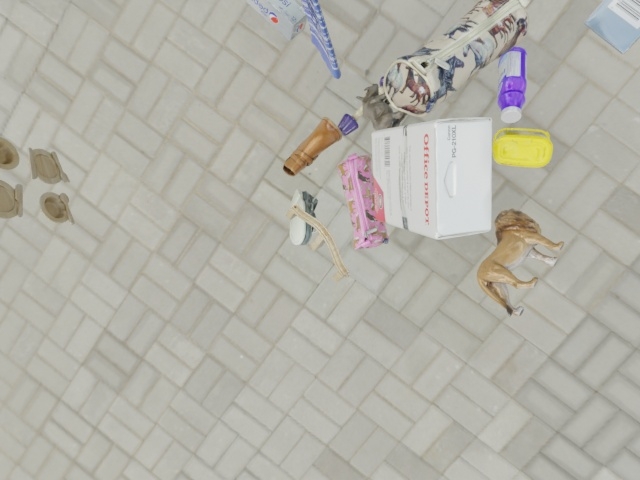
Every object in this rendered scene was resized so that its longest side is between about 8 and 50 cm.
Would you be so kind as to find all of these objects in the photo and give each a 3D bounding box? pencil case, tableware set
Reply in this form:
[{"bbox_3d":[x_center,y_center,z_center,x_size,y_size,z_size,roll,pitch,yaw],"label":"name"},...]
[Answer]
[{"bbox_3d":[0.173,-0.159,1.857,0.159,0.167,0.387,-8,84,-29],"label":"pencil case"},{"bbox_3d":[-0.467,-0.095,0.712,0.020,0.168,0.141,-20,80,16],"label":"tableware set"},{"bbox_3d":[0.360,-0.489,1.161,0.410,0.183,0.160,-39,97,-15],"label":"pencil case"}]

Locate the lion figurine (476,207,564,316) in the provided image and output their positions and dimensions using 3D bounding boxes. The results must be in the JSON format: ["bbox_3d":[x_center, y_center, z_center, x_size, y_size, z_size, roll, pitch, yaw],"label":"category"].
[{"bbox_3d":[0.610,0.056,1.447,0.240,0.142,0.392,30,60,33],"label":"lion figurine"}]

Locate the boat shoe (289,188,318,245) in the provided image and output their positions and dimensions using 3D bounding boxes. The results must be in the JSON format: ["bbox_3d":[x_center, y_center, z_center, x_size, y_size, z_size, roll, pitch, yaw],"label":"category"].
[{"bbox_3d":[-0.042,-0.077,1.493,0.098,0.320,0.116,19,115,-15],"label":"boat shoe"}]

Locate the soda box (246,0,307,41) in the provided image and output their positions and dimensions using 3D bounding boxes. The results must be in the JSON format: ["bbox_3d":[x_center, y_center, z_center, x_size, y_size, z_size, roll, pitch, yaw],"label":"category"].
[{"bbox_3d":[-0.181,-0.879,1.644,0.286,0.098,0.091,42,71,0],"label":"soda box"}]

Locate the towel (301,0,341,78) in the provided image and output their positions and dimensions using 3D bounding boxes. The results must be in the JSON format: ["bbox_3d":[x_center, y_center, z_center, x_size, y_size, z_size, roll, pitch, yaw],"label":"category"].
[{"bbox_3d":[-0.024,-0.678,1.346,0.040,0.336,0.243,-24,57,5],"label":"towel"}]

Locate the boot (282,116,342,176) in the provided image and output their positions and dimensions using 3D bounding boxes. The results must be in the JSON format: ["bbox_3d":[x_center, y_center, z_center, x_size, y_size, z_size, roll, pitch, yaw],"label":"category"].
[{"bbox_3d":[-0.043,-0.352,1.712,0.220,0.283,0.109,-45,105,-12],"label":"boot"}]

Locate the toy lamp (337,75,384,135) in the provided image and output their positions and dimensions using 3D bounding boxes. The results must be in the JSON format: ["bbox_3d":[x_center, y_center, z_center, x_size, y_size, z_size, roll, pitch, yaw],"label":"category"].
[{"bbox_3d":[0.173,-0.527,1.769,0.080,0.080,0.275,42,87,1],"label":"toy lamp"}]

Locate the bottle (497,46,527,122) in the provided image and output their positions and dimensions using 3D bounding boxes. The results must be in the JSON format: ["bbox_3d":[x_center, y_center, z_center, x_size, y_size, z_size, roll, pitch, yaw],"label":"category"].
[{"bbox_3d":[0.684,-0.553,1.601,0.092,0.118,0.283,8,68,9],"label":"bottle"}]

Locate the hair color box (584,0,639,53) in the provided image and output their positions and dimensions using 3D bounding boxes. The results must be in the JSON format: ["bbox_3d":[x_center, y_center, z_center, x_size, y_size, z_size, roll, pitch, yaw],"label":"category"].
[{"bbox_3d":[0.736,-0.551,1.032,0.113,0.374,0.185,44,129,8],"label":"hair color box"}]

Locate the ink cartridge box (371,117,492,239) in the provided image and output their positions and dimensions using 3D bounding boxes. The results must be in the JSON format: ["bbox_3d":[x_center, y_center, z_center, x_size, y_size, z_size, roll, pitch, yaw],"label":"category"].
[{"bbox_3d":[0.177,-0.108,0.753,0.100,0.237,0.172,-7,101,-15],"label":"ink cartridge box"}]

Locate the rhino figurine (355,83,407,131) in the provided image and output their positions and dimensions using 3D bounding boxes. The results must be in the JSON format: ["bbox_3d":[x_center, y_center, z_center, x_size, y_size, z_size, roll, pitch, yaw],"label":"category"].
[{"bbox_3d":[0.174,-0.398,1.326,0.106,0.243,0.073,-45,134,19],"label":"rhino figurine"}]

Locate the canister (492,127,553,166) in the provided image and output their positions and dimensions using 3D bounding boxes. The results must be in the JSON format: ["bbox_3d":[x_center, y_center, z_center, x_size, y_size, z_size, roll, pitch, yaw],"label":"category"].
[{"bbox_3d":[0.461,-0.215,1.028,0.126,0.170,0.074,9,110,20],"label":"canister"}]

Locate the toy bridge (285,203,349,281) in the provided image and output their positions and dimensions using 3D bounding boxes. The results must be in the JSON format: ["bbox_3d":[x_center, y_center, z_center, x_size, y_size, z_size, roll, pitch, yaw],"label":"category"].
[{"bbox_3d":[0.000,0.000,0.917,0.026,0.063,0.188,-31,78,-32],"label":"toy bridge"}]
